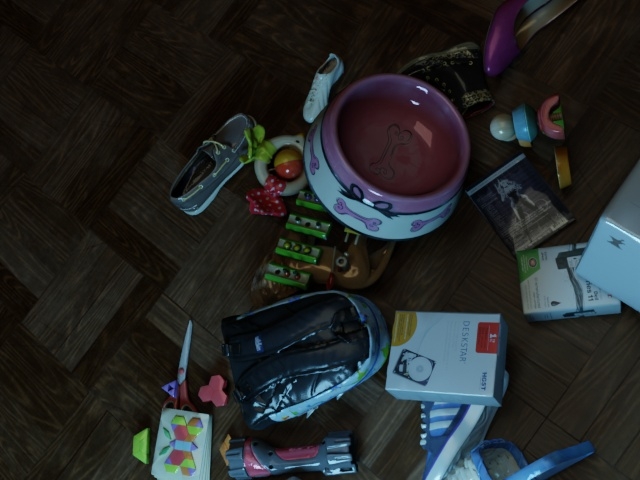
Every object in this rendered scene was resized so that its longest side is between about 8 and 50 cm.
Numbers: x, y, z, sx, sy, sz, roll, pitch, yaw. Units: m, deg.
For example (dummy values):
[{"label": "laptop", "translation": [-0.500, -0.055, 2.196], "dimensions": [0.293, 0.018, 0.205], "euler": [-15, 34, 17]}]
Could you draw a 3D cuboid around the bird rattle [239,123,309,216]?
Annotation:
[{"label": "bird rattle", "translation": [-0.111, -0.187, 2.134], "dimensions": [0.206, 0.143, 0.254], "euler": [-16, 70, -2]}]

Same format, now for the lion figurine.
[{"label": "lion figurine", "translation": [0.014, 0.061, 1.980], "dimensions": [0.392, 0.142, 0.240], "euler": [-4, 57, 28]}]

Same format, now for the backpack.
[{"label": "backpack", "translation": [-0.017, 0.250, 1.894], "dimensions": [0.355, 0.273, 0.290], "euler": [-33, 65, 31]}]

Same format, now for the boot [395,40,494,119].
[{"label": "boot", "translation": [0.311, -0.386, 2.052], "dimensions": [0.236, 0.085, 0.179], "euler": [-19, 69, 14]}]

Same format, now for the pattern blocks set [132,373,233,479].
[{"label": "pattern blocks set", "translation": [-0.341, 0.511, 2.026], "dimensions": [0.285, 0.026, 0.325], "euler": [-12, 74, 16]}]

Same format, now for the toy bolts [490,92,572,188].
[{"label": "toy bolts", "translation": [0.478, -0.227, 1.860], "dimensions": [0.158, 0.228, 0.218], "euler": [-8, 78, 18]}]

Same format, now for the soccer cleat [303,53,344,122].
[{"label": "soccer cleat", "translation": [0.001, -0.412, 2.186], "dimensions": [0.068, 0.076, 0.196], "euler": [24, 83, 26]}]

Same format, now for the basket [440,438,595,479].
[{"label": "basket", "translation": [0.400, 0.491, 1.640], "dimensions": [0.289, 0.254, 0.201], "euler": [-44, 60, 24]}]

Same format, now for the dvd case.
[{"label": "dvd case", "translation": [0.470, -0.085, 1.926], "dimensions": [0.164, 0.018, 0.221], "euler": [-36, 64, 8]}]

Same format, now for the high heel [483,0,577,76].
[{"label": "high heel", "translation": [0.540, -0.551, 1.986], "dimensions": [0.181, 0.127, 0.377], "euler": [20, 77, 36]}]

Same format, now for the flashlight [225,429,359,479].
[{"label": "flashlight", "translation": [-0.066, 0.496, 1.903], "dimensions": [0.304, 0.103, 0.103], "euler": [-11, 27, 15]}]

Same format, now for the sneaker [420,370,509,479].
[{"label": "sneaker", "translation": [0.250, 0.371, 1.811], "dimensions": [0.236, 0.130, 0.323], "euler": [27, 87, 35]}]

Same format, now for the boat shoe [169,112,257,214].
[{"label": "boat shoe", "translation": [-0.293, -0.220, 2.226], "dimensions": [0.116, 0.096, 0.324], "euler": [37, 88, 27]}]

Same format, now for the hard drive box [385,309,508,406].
[{"label": "hard drive box", "translation": [0.269, 0.247, 1.725], "dimensions": [0.232, 0.089, 0.181], "euler": [-1, 65, 24]}]

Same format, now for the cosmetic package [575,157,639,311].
[{"label": "cosmetic package", "translation": [0.757, -0.052, 1.578], "dimensions": [0.329, 0.327, 0.394], "euler": [34, 78, 18]}]

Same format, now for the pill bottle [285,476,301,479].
[{"label": "pill bottle", "translation": [-0.124, 0.649, 1.852], "dimensions": [0.229, 0.131, 0.131], "euler": [-32, 64, 9]}]

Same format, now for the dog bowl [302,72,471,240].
[{"label": "dog bowl", "translation": [0.170, -0.212, 1.903], "dimensions": [0.407, 0.150, 0.408], "euler": [5, 66, -11]}]

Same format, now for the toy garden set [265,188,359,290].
[{"label": "toy garden set", "translation": [0.000, 0.000, 1.925], "dimensions": [0.203, 0.049, 0.244], "euler": [15, 71, 20]}]

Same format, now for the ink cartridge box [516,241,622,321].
[{"label": "ink cartridge box", "translation": [0.550, 0.090, 1.798], "dimensions": [0.208, 0.087, 0.153], "euler": [-9, 70, 17]}]

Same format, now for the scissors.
[{"label": "scissors", "translation": [-0.370, 0.359, 2.106], "dimensions": [0.109, 0.021, 0.297], "euler": [-15, 70, 19]}]
